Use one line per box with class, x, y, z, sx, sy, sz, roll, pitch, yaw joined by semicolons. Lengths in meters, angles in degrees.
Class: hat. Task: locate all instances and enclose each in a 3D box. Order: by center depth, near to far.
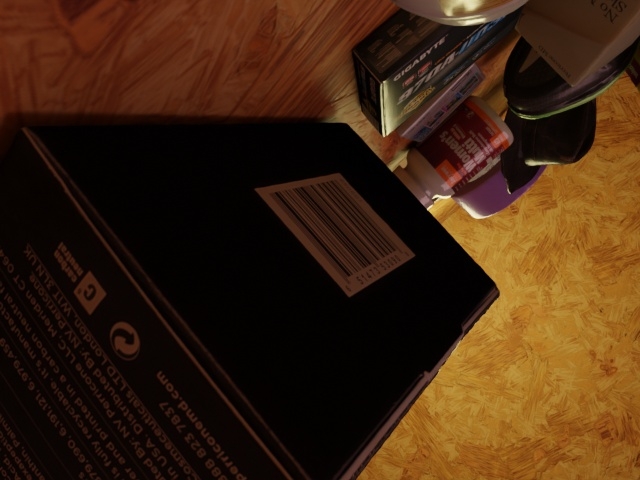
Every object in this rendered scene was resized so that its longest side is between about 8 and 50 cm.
hat;0.498;-0.238;1.261;0.331;0.134;0.331;-34;135;-43

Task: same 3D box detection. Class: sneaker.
sneaker;0.420;-0.375;0.855;0.202;0.185;0.483;0;144;-39

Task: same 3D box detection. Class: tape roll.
tape roll;0.449;-0.188;1.532;0.275;0.090;0.275;-47;-166;16

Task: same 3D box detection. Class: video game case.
video game case;0.201;-0.227;1.004;0.157;0.019;0.143;-45;169;19

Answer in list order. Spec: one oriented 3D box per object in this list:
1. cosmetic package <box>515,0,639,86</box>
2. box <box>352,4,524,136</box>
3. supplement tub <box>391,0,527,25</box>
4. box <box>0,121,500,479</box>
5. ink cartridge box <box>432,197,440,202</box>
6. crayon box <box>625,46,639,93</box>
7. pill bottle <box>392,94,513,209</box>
cosmetic package;0.320;-0.322;0.652;0.113;0.160;0.309;-37;168;-10
box;0.139;-0.229;0.691;0.220;0.051;0.175;-39;169;-1
supplement tub;0.071;-0.203;0.315;0.144;0.144;0.200;-43;169;14
box;-0.126;0.141;0.634;0.472;0.297;0.480;-47;168;26
ink cartridge box;0.305;-0.139;1.597;0.029;0.063;0.115;-43;169;30
crayon box;0.598;-0.391;0.921;0.313;0.106;0.363;-47;-152;38
pill bottle;0.241;-0.157;1.147;0.221;0.121;0.121;-42;169;10
